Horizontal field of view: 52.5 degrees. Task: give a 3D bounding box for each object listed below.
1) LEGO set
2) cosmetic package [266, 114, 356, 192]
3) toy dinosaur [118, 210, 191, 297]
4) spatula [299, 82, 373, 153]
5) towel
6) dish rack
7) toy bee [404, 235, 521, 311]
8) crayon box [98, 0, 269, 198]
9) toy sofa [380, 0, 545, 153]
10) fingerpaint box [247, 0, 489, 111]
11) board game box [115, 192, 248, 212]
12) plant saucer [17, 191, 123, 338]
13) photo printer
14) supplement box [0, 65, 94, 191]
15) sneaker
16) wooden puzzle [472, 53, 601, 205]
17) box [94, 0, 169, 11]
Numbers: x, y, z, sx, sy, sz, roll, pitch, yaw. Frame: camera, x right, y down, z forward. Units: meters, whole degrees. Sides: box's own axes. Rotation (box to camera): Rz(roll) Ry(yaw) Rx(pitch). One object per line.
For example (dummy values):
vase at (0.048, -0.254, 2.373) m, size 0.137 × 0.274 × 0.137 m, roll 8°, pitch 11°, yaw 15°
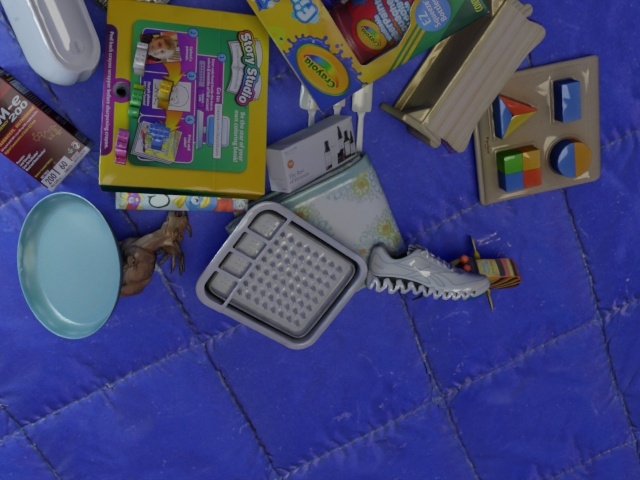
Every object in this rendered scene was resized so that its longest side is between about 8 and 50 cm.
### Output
LEGO set at (-0.308, -0.249, 1.171) m, size 0.087 × 0.093 × 0.227 m, roll 10°, pitch 84°, yaw -14°
cosmetic package at (-0.017, -0.194, 1.423) m, size 0.239 × 0.061 × 0.098 m, roll -34°, pitch 123°, yaw -40°
toy dinosaur at (-0.420, 0.063, 1.493) m, size 0.296 × 0.127 × 0.200 m, roll -44°, pitch 153°, yaw 24°
spatula at (0.033, -0.267, 1.520) m, size 0.168 × 0.019 × 0.241 m, roll -2°, pitch 114°, yaw -13°
towel at (0.000, 0.000, 1.570) m, size 0.375 × 0.090 × 0.320 m, roll -26°, pitch 118°, yaw -2°
dish rack at (-0.089, 0.078, 1.492) m, size 0.333 × 0.072 × 0.285 m, roll 33°, pitch 101°, yaw -25°
toy bee at (0.382, 0.093, 1.634) m, size 0.299 × 0.162 × 0.195 m, roll -26°, pitch 70°, yaw -18°
crayon box at (-0.265, -0.271, 1.288) m, size 0.314 × 0.106 × 0.362 m, roll 3°, pitch 86°, yaw -15°
toy sofa at (0.317, -0.387, 1.465) m, size 0.177 × 0.150 × 0.362 m, roll 29°, pitch 102°, yaw -25°
fingerpaint box at (0.040, -0.528, 1.202) m, size 0.371 × 0.163 × 0.444 m, roll -27°, pitch 115°, yaw 19°
board game box at (-0.300, -0.151, 1.418) m, size 0.276 × 0.144 × 0.141 m, roll 0°, pitch 109°, yaw -14°
plant saucer at (-0.536, 0.053, 1.407) m, size 0.318 × 0.044 × 0.317 m, roll 3°, pitch 97°, yaw 29°
photo printer at (-0.519, -0.441, 1.208) m, size 0.107 × 0.256 × 0.307 m, roll -29°, pitch 116°, yaw -26°
supplement box at (-0.615, -0.231, 1.358) m, size 0.239 × 0.073 × 0.130 m, roll 41°, pitch 97°, yaw -21°
sneaker at (0.253, 0.073, 1.528) m, size 0.293 × 0.110 × 0.118 m, roll 6°, pitch 98°, yaw 7°
wooden puzzle at (0.546, -0.263, 1.598) m, size 0.348 × 0.080 × 0.321 m, roll -14°, pitch 112°, yaw -7°
box at (-0.358, -0.552, 1.311) m, size 0.159 × 0.044 × 0.233 m, roll 40°, pitch 97°, yaw -22°
